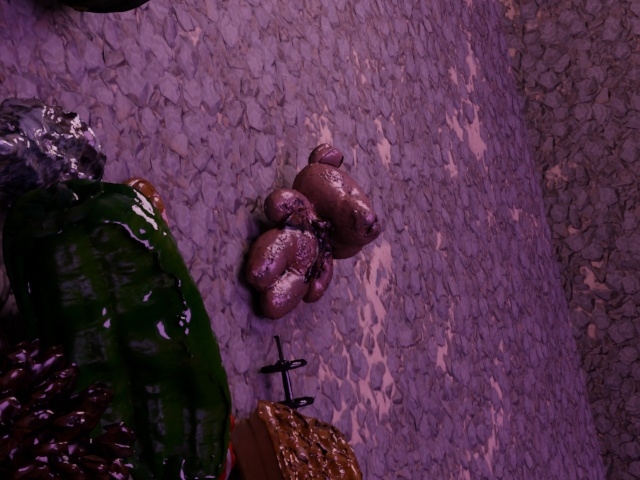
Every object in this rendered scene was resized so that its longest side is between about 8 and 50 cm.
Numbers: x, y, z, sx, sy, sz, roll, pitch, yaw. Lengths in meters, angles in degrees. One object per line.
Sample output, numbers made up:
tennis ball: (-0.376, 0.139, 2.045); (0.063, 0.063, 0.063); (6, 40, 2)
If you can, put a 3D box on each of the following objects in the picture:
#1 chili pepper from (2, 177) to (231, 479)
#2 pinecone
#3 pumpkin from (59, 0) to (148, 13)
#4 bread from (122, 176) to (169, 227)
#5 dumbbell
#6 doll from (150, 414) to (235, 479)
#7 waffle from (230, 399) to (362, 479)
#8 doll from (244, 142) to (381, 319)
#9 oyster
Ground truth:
chili pepper: (-0.220, 0.104, 1.300); (0.167, 0.213, 0.385); (-93, 168, -66)
pinecone: (-0.289, 0.187, 1.123); (0.221, 0.221, 0.222); (34, 51, -54)
pumpkin: (-0.259, -0.423, 1.419); (0.300, 0.207, 0.300); (-5, 90, -70)
bread: (-0.230, -0.028, 1.513); (0.110, 0.024, 0.110); (36, 47, -52)
dumbbell: (-0.048, 0.210, 1.717); (0.069, 0.069, 0.147); (-7, 86, -63)
doll: (-0.162, 0.298, 1.451); (0.245, 0.076, 0.142); (-45, 137, -62)
waffle: (-0.002, 0.375, 1.588); (0.213, 0.091, 0.308); (32, 27, -48)
doll: (0.000, 0.000, 1.811); (0.303, 0.156, 0.201); (-57, 136, -48)
oyster: (-0.316, -0.105, 1.344); (0.252, 0.087, 0.199); (63, 29, -52)
